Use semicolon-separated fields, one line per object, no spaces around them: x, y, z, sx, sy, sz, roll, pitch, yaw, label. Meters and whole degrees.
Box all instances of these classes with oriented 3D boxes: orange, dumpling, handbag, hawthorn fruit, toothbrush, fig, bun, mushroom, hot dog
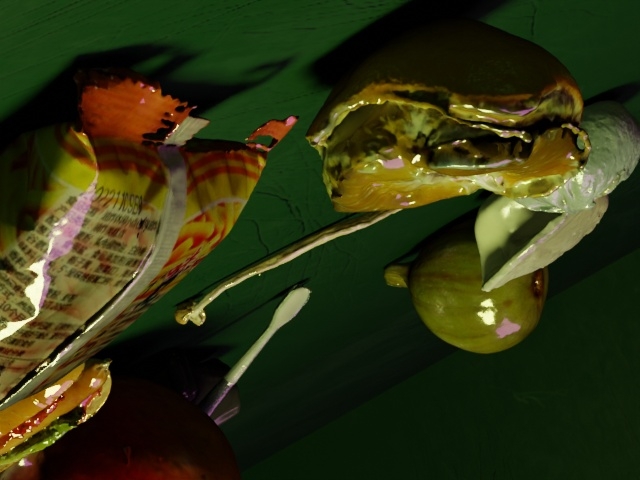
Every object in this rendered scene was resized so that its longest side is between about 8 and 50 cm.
0.074;-0.076;1.133;0.170;0.112;0.160;11;163;-18;orange
0.224;-0.029;1.888;0.176;0.092;0.150;-23;171;-23;dumpling
-0.210;0.201;1.971;0.247;0.080;0.223;-29;171;9;handbag
-0.213;0.265;1.725;0.295;0.295;0.311;-32;165;26;hawthorn fruit
-0.105;0.155;1.884;0.288;0.024;0.026;-51;178;2;toothbrush
0.150;0.036;2.024;0.148;0.186;0.142;-49;149;-57;fig
0.233;-0.067;1.736;0.141;0.083;0.141;-28;174;-3;bun
0.000;0.001;1.648;0.286;0.026;0.028;-29;-173;2;mushroom
-0.259;0.148;1.530;0.236;0.062;0.092;-32;141;23;hot dog

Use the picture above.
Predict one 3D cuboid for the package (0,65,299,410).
-0.154;0.019;1.021;0.288;0.108;0.223;-34;171;20;package
